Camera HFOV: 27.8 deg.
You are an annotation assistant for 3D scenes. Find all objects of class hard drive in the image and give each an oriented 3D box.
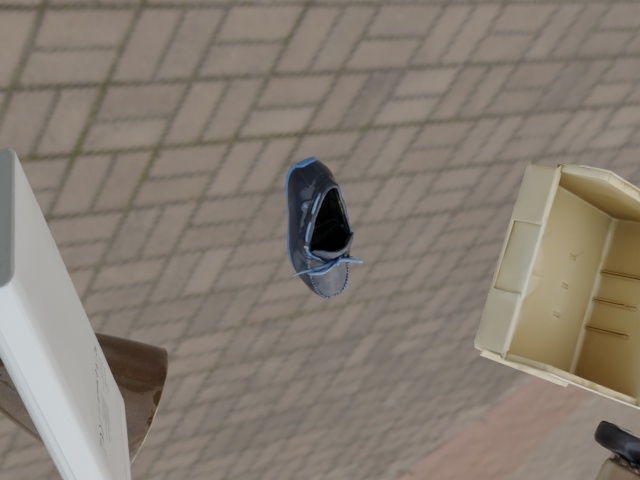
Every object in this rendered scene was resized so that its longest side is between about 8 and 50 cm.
[{"bbox_3d":[-0.230,0.098,1.132,0.040,0.203,0.307,-17,127,-1],"label":"hard drive"}]

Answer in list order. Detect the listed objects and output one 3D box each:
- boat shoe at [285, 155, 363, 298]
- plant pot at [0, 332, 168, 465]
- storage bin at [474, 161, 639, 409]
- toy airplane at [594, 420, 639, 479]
[{"bbox_3d":[0.000,0.000,1.915,0.109,0.089,0.258,-34,137,-16],"label":"boat shoe"},{"bbox_3d":[-0.372,0.216,1.898,0.230,0.215,0.215,25,127,-18],"label":"plant pot"},{"bbox_3d":[0.341,0.057,1.680,0.260,0.123,0.262,23,83,-47],"label":"storage bin"},{"bbox_3d":[0.402,0.295,1.072,0.384,0.272,0.386,-27,117,-24],"label":"toy airplane"}]
